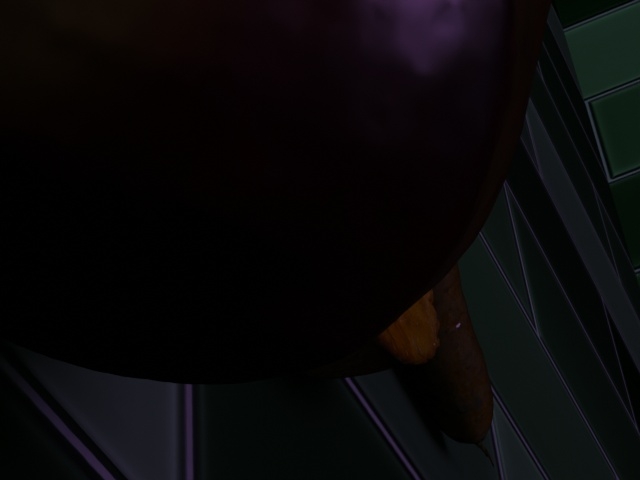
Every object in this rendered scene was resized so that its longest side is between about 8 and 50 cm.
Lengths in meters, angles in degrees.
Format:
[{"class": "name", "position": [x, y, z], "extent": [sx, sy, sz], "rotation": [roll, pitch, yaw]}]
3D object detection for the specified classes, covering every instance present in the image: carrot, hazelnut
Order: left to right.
[{"class": "hazelnut", "position": [-0.042, -0.069, 0.450], "extent": [0.229, 0.229, 0.229], "rotation": [-21, 90, -76]}, {"class": "carrot", "position": [0.051, 0.016, 0.922], "extent": [0.078, 0.078, 0.298], "rotation": [-82, 151, -63]}]

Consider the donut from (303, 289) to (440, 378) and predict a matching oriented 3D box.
[{"class": "donut", "position": [0.000, 0.000, 0.763], "extent": [0.152, 0.058, 0.152], "rotation": [59, 18, -31]}]
